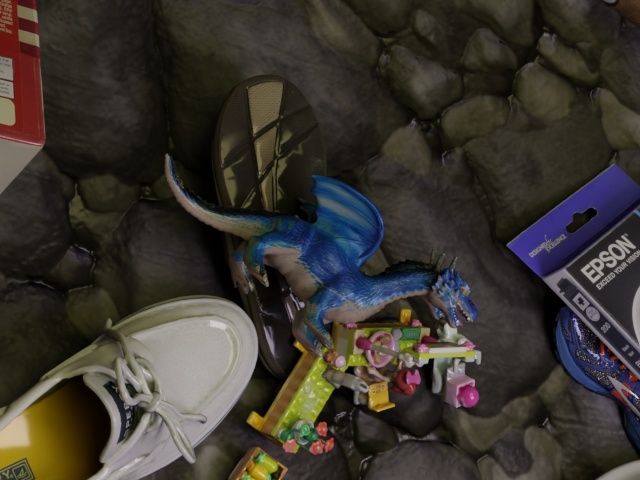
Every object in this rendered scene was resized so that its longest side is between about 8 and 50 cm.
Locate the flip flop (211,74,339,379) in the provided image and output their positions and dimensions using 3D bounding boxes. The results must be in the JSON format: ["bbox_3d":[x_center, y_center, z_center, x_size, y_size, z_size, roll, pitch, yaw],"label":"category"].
[{"bbox_3d":[-0.047,-0.011,1.787,0.112,0.080,0.277,-15,101,-29],"label":"flip flop"}]

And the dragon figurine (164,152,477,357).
[{"bbox_3d":[0.000,0.000,1.707,0.289,0.085,0.144,42,72,1],"label":"dragon figurine"}]

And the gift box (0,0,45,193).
[{"bbox_3d":[-0.376,-0.105,1.498,0.255,0.258,0.276,16,54,-29],"label":"gift box"}]

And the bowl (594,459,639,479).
[{"bbox_3d":[0.361,0.355,1.870,0.297,0.134,0.298,3,84,-28],"label":"bowl"}]

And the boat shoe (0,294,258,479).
[{"bbox_3d":[-0.176,0.140,1.615,0.367,0.156,0.136,-26,91,-33],"label":"boat shoe"}]

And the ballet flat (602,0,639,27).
[{"bbox_3d":[0.283,-0.355,2.062,0.124,0.116,0.342,-15,84,-13],"label":"ballet flat"}]

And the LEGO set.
[{"bbox_3d":[0.042,0.141,1.754,0.287,0.107,0.132,-26,117,-34],"label":"LEGO set"}]

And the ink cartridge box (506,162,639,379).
[{"bbox_3d":[0.320,0.025,1.958,0.208,0.045,0.206,45,48,10],"label":"ink cartridge box"}]

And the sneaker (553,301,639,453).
[{"bbox_3d":[0.319,0.133,1.954,0.221,0.087,0.083,46,58,-12],"label":"sneaker"}]
